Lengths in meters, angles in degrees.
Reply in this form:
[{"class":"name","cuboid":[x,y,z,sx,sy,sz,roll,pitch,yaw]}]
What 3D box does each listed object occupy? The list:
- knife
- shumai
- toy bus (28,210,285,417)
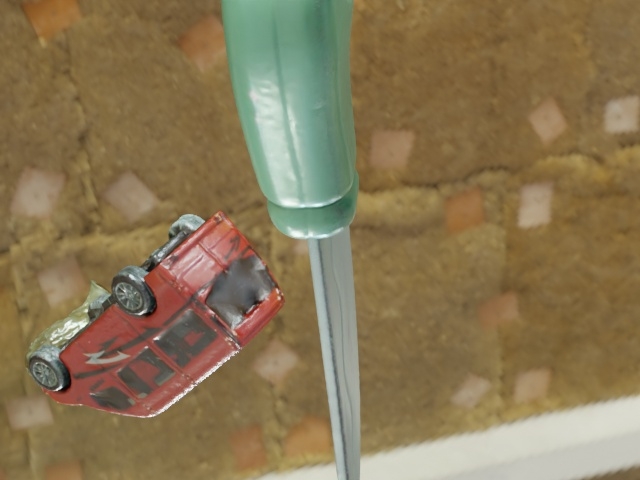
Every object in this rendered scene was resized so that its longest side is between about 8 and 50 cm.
[{"class":"knife","cuboid":[0.000,-0.001,0.485,0.034,0.063,0.260,0,-44,6]},{"class":"shumai","cuboid":[-0.184,0.070,1.168,0.082,0.083,0.081,4,-100,1]},{"class":"toy bus","cuboid":[-0.113,0.062,1.017,0.089,0.081,0.195,48,-46,-3]}]
